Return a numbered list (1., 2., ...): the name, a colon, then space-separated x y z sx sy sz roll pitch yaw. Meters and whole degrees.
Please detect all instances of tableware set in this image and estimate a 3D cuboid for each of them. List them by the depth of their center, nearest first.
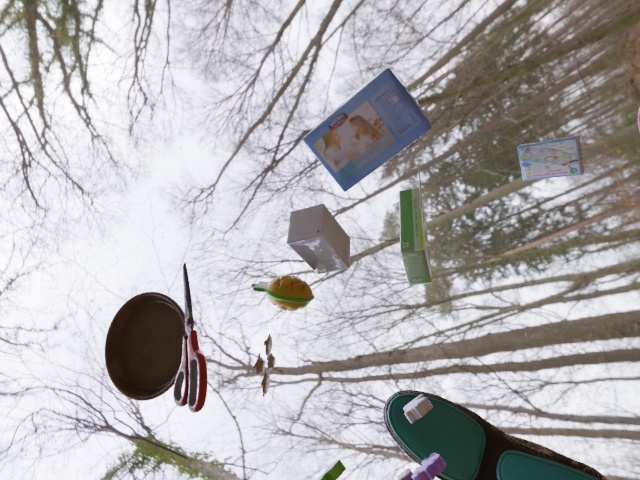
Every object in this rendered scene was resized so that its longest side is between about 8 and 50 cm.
1. tableware set: -0.170 0.386 1.364 0.141 0.020 0.168 -71 -21 -52

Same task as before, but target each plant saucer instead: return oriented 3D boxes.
1. plant saucer: -0.451 0.275 1.153 0.041 0.278 0.277 32 -127 -65

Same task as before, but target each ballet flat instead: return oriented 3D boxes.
1. ballet flat: 0.372 0.484 0.973 0.483 0.182 0.164 18 -108 21

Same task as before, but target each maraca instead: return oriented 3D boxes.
1. maraca: -0.106 0.144 1.242 0.127 0.186 0.099 -5 -74 -67

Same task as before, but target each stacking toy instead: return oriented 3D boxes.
1. stacking toy: 0.122 0.352 0.624 0.221 0.052 0.167 -37 -102 -2

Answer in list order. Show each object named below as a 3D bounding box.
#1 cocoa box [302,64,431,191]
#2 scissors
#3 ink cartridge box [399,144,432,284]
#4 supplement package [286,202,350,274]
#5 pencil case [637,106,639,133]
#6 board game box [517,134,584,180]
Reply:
1. cocoa box: 0.155 -0.369 1.441 0.231 0.347 0.228 50 -158 -12
2. scissors: -0.243 0.171 0.836 0.021 0.109 0.297 16 -118 -38
3. ink cartridge box: 0.185 -0.045 0.878 0.235 0.056 0.171 65 -156 -47
4. supplement package: 0.000 0.000 1.185 0.179 0.105 0.105 50 -144 -48
5. pencil case: 0.350 -0.148 0.345 0.209 0.095 0.098 -40 -83 -16
6. board game box: 0.636 -0.226 1.214 0.026 0.154 0.103 -30 -70 -40
